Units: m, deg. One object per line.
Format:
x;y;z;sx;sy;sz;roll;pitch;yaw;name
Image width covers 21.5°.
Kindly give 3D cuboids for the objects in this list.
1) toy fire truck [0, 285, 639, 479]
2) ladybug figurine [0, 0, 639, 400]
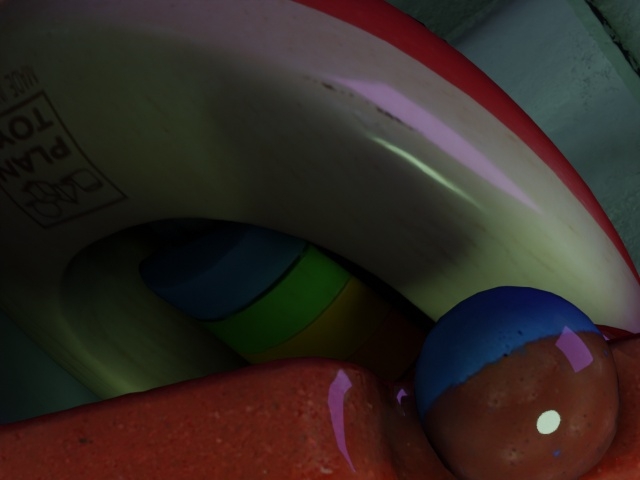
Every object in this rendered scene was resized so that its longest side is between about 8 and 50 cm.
0.012;0.100;0.500;0.254;0.302;0.169;63;16;-62;toy fire truck
0.000;0.000;0.838;0.449;0.305;0.162;43;47;-33;ladybug figurine
